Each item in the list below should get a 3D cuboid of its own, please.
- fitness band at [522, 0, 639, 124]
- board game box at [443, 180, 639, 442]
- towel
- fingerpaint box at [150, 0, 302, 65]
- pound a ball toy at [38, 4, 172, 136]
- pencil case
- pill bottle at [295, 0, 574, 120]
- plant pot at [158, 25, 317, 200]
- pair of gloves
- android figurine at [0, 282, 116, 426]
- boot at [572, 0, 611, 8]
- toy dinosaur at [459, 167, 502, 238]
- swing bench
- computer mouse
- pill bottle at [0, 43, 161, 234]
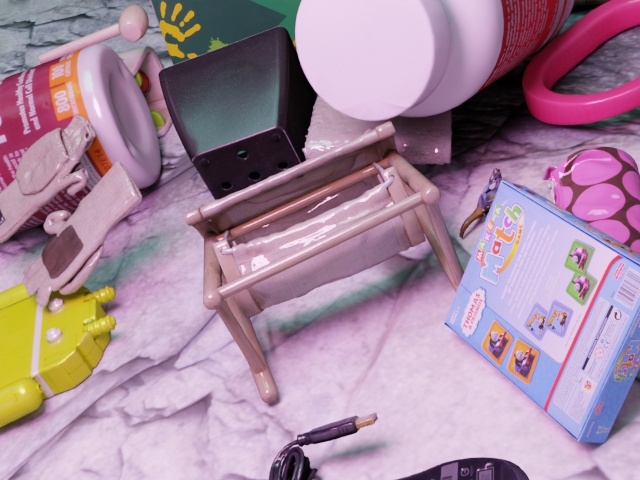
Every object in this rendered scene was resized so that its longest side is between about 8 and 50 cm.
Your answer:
[{"bbox_3d":[0.392,-0.234,1.249,0.291,0.054,0.209,-38,34,-20],"label":"fitness band"},{"bbox_3d":[0.208,0.057,0.891,0.039,0.160,0.211,9,20,-33],"label":"board game box"},{"bbox_3d":[0.081,-0.172,1.305,0.187,0.049,0.282,0,32,8],"label":"towel"},{"bbox_3d":[0.003,-0.436,1.587,0.371,0.163,0.445,-1,30,31],"label":"fingerpaint box"},{"bbox_3d":[-0.381,-0.265,1.619,0.319,0.208,0.136,-12,36,18],"label":"pound a ball toy"},{"bbox_3d":[0.275,-0.004,0.976,0.098,0.095,0.209,13,40,-1],"label":"pencil case"},{"bbox_3d":[0.147,-0.286,1.206,0.229,0.229,0.407,2,23,33],"label":"pill bottle"},{"bbox_3d":[-0.095,-0.139,1.317,0.187,0.188,0.167,-18,47,9],"label":"plant pot"},{"bbox_3d":[-0.332,-0.042,1.267,0.204,0.042,0.240,-51,50,7],"label":"pair of gloves"},{"bbox_3d":[-0.375,0.138,1.216,0.272,0.056,0.248,-23,34,5],"label":"android figurine"},{"bbox_3d":[0.386,-0.344,1.411,0.114,0.037,0.106,8,48,32],"label":"boot"},{"bbox_3d":[0.192,-0.052,1.136,0.090,0.047,0.082,-27,15,15],"label":"toy dinosaur"},{"bbox_3d":[0.000,0.000,1.072,0.253,0.165,0.255,-25,34,0],"label":"swing bench"},{"bbox_3d":[0.063,0.222,0.835,0.262,0.060,0.184,-23,37,23],"label":"computer mouse"},{"bbox_3d":[-0.460,-0.127,1.468,0.392,0.224,0.224,-19,35,8],"label":"pill bottle"}]
